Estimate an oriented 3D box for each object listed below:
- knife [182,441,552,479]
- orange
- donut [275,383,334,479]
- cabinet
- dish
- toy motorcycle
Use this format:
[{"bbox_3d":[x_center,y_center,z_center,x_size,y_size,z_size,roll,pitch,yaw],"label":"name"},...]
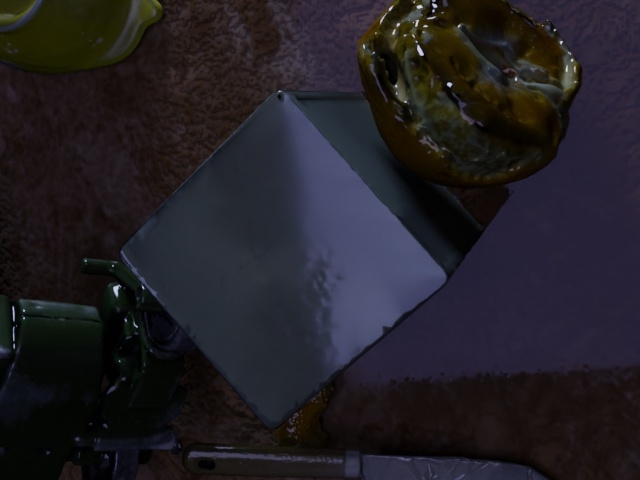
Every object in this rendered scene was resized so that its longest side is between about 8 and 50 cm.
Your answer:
[{"bbox_3d":[0.042,0.183,0.723,0.297,0.017,0.047,2,104,1],"label":"knife"},{"bbox_3d":[0.092,-0.100,0.619,0.112,0.170,0.160,-54,51,55],"label":"orange"},{"bbox_3d":[-0.007,0.146,0.748,0.067,0.038,0.083,44,110,8],"label":"donut"},{"bbox_3d":[0.000,0.000,0.631,0.150,0.206,0.145,-43,86,18],"label":"cabinet"},{"bbox_3d":[-0.232,-0.204,0.732,0.207,0.080,0.149,15,104,15],"label":"dish"},{"bbox_3d":[-0.197,0.101,0.705,0.275,0.205,0.127,-62,36,28],"label":"toy motorcycle"}]
